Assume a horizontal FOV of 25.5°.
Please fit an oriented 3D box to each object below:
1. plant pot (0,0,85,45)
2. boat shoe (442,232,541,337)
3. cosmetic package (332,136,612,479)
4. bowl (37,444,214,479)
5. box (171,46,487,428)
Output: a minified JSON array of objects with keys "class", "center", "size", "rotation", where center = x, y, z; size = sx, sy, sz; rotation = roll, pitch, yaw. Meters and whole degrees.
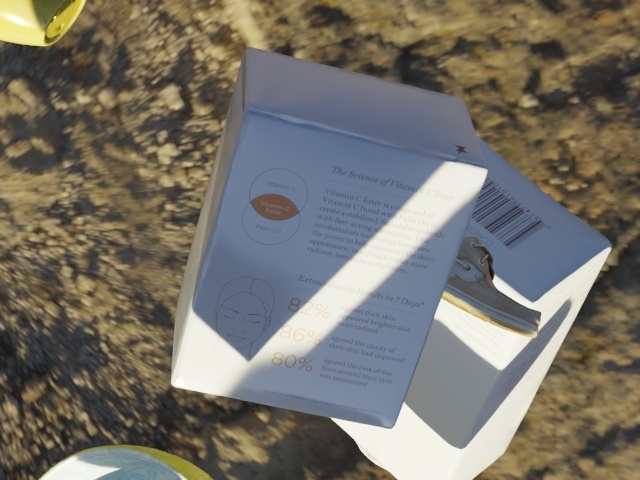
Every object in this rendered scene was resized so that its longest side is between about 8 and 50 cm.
[{"class":"plant pot","center":[-0.275,-0.236,1.320],"size":[0.095,0.134,0.134],"rotation":[37,81,3]},{"class":"boat shoe","center":[0.109,0.019,1.145],"size":[0.170,0.063,0.059],"rotation":[30,87,13]},{"class":"cosmetic package","center":[0.146,0.101,1.606],"size":[0.217,0.385,0.156],"rotation":[42,50,21]},{"class":"bowl","center":[-0.176,0.352,1.515],"size":[0.289,0.156,0.289],"rotation":[0,91,25]},{"class":"box","center":[0.000,0.000,0.774],"size":[0.130,0.091,0.170],"rotation":[13,117,-10]}]
